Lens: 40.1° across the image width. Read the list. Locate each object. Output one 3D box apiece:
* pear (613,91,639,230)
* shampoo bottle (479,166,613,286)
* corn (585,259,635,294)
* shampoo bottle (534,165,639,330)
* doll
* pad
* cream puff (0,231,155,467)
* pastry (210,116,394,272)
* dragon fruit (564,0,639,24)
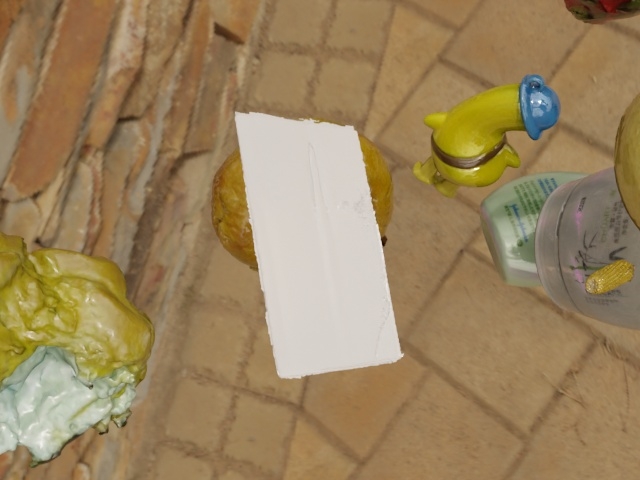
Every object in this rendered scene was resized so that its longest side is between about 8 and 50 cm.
[{"bbox_3d":[0.501,-0.086,1.007,0.309,0.309,0.309,-6,73,21],"label":"pear"},{"bbox_3d":[0.495,-0.045,1.698,0.349,0.151,0.222,-18,65,5],"label":"shampoo bottle"},{"bbox_3d":[0.320,0.040,0.963,0.028,0.083,0.027,21,118,41],"label":"corn"},{"bbox_3d":[0.511,0.009,1.423,0.266,0.273,0.273,-2,73,50],"label":"shampoo bottle"},{"bbox_3d":[0.294,-0.194,1.620,0.199,0.363,0.145,27,55,-12],"label":"doll"},{"bbox_3d":[0.000,0.000,0.772,0.004,0.156,0.232,-21,75,45],"label":"pad"},{"bbox_3d":[-0.158,0.047,0.425,0.156,0.156,0.121,-35,62,10],"label":"cream puff"},{"bbox_3d":[-0.029,-0.064,1.612,0.356,0.356,0.164,-32,42,12],"label":"pastry"},{"bbox_3d":[0.502,-0.496,1.496,0.237,0.303,0.231,-26,104,12],"label":"dragon fruit"}]
